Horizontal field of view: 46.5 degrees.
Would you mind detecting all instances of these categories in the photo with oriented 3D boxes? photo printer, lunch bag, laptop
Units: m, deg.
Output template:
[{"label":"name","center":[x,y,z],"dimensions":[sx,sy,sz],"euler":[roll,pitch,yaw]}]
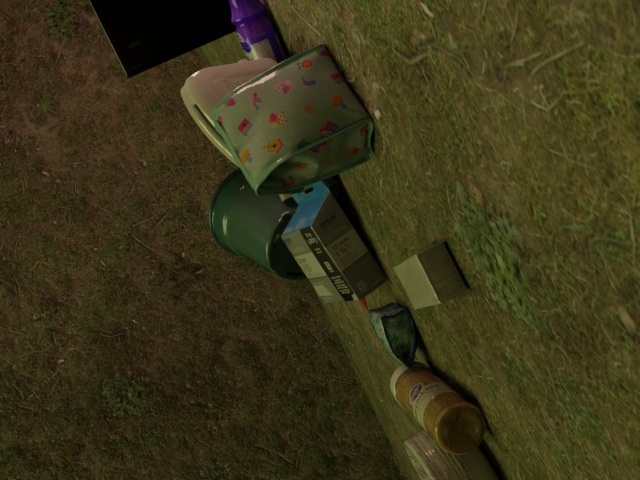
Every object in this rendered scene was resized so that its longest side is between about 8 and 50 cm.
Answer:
[{"label":"photo printer","center":[-0.147,-0.281,1.662],"dimensions":[0.256,0.307,0.107],"euler":[49,127,9]},{"label":"lunch bag","center":[-0.058,-0.219,1.452],"dimensions":[0.223,0.262,0.160],"euler":[60,172,24]},{"label":"lunch bag","center":[0.195,0.247,1.925],"dimensions":[0.129,0.096,0.151],"euler":[-164,58,-80]},{"label":"laptop","center":[-0.470,-0.738,2.112],"dimensions":[0.408,0.382,0.236],"euler":[67,173,-24]}]

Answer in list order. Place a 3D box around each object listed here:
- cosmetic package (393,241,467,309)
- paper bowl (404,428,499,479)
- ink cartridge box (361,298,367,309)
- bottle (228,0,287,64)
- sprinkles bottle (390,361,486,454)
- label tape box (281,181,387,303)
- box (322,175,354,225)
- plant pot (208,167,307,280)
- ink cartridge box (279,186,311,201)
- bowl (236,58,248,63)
[{"label":"cosmetic package","center":[0.202,0.070,1.401],"dimensions":[0.239,0.060,0.099],"euler":[120,126,-82]},{"label":"paper bowl","center":[0.337,0.579,1.818],"dimensions":[0.284,0.148,0.284],"euler":[59,174,10]},{"label":"ink cartridge box","center":[0.081,0.122,2.488],"dimensions":[0.181,0.056,0.224],"euler":[58,169,42]},{"label":"bottle","center":[-0.149,-0.489,1.834],"dimensions":[0.283,0.092,0.118],"euler":[67,171,-23]},{"label":"sprinkles bottle","center":[0.272,0.391,1.783],"dimensions":[0.121,0.121,0.355],"euler":[65,172,-10]},{"label":"label tape box","center":[0.000,0.000,2.017],"dimensions":[0.347,0.115,0.249],"euler":[55,159,-7]},{"label":"box","center":[0.013,-0.157,2.026],"dimensions":[0.159,0.044,0.233],"euler":[53,167,56]},{"label":"plant pot","center":[-0.142,-0.047,2.436],"dimensions":[0.334,0.341,0.341],"euler":[33,151,51]},{"label":"ink cartridge box","center":[-0.078,-0.186,2.274],"dimensions":[0.088,0.122,0.052],"euler":[64,169,-1]},{"label":"bowl","center":[-0.149,-0.423,2.013],"dimensions":[0.170,0.080,0.170],"euler":[22,-118,-47]}]
